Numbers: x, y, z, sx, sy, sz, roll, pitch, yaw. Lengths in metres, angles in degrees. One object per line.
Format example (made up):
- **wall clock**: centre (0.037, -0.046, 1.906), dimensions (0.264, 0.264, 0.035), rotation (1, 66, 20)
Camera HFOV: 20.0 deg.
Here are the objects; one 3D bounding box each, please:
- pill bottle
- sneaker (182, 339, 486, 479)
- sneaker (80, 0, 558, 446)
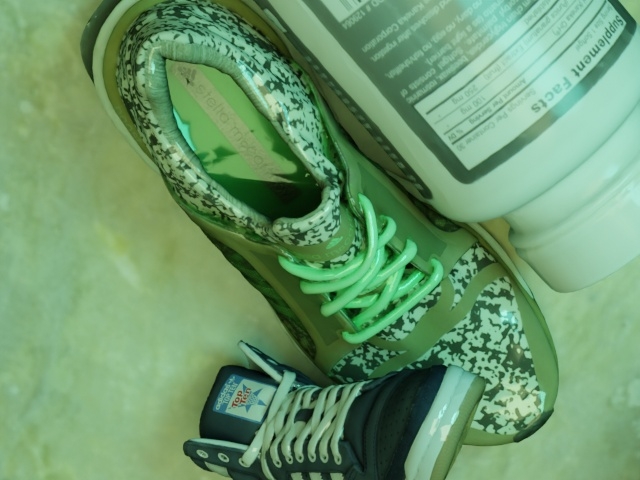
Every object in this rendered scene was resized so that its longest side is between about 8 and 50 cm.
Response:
- **pill bottle**: centre (0.097, -0.124, 1.151), dimensions (0.176, 0.176, 0.318), rotation (-40, 101, 8)
- **sneaker**: centre (0.002, 0.119, 1.172), dimensions (0.153, 0.282, 0.099), rotation (29, 68, 0)
- **sneaker**: centre (0.000, 0.000, 1.174), dimensions (0.158, 0.182, 0.410), rotation (-44, 101, 9)
